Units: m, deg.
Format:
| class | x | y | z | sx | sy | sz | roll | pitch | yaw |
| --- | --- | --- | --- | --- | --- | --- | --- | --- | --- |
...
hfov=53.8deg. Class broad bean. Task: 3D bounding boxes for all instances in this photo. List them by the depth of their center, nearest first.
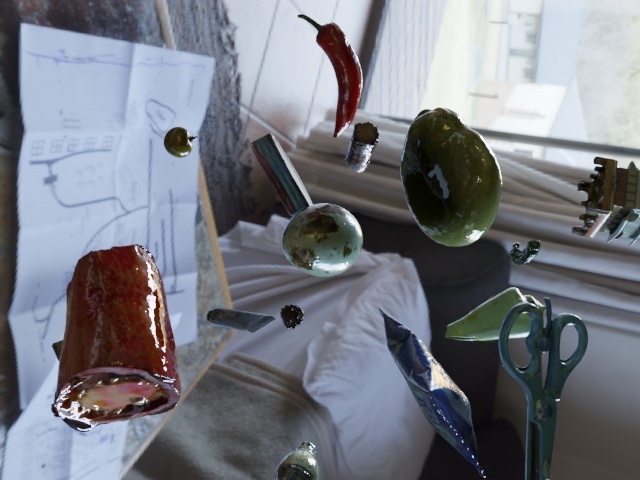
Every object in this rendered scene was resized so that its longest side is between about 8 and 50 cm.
| class | x | y | z | sx | sy | sz | roll | pitch | yaw |
| --- | --- | --- | --- | --- | --- | --- | --- | --- | --- |
| broad bean | 0.259 | -0.128 | 1.285 | 0.119 | 0.238 | 0.291 | -19 | 100 | -37 |

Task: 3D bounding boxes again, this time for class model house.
| class | x | y | z | sx | sy | sz | roll | pitch | yaw |
| --- | --- | --- | --- | --- | --- | --- | --- | --- | --- |
| model house | 0.867 | -0.111 | 1.824 | 0.224 | 0.215 | 0.198 | 78 | 24 | -66 |

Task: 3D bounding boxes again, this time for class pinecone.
| class | x | y | z | sx | sy | sz | roll | pitch | yaw |
| --- | --- | --- | --- | --- | --- | --- | --- | --- | --- |
| pinecone | -0.086 | 0.234 | 1.967 | 0.083 | 0.077 | 0.077 | -26 | 125 | -57 |

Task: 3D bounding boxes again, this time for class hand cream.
| class | x | y | z | sx | sy | sz | roll | pitch | yaw |
| --- | --- | --- | --- | --- | --- | --- | --- | --- | --- |
| hand cream | -0.243 | 0.233 | 1.848 | 0.091 | 0.271 | 0.058 | -26 | 107 | -38 |

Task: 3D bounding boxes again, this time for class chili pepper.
| class | x | y | z | sx | sy | sz | roll | pitch | yaw |
| --- | --- | --- | --- | --- | --- | --- | --- | --- | --- |
| chili pepper | -0.384 | 0.165 | 1.153 | 0.251 | 0.229 | 0.305 | 68 | 3 | -63 |
| chili pepper | 0.441 | 0.028 | 1.364 | 0.118 | 0.035 | 0.055 | 126 | -12 | -85 |
| chili pepper | 0.049 | -0.487 | 1.829 | 0.092 | 0.137 | 0.368 | -77 | 152 | -72 |

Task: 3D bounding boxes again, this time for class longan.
| class | x | y | z | sx | sy | sz | roll | pitch | yaw |
| --- | --- | --- | --- | --- | --- | --- | --- | --- | --- |
| longan | -0.338 | -0.239 | 1.530 | 0.075 | 0.083 | 0.075 | 168 | -90 | -86 |

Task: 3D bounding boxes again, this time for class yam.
| class | x | y | z | sx | sy | sz | roll | pitch | yaw |
| --- | --- | --- | --- | --- | --- | --- | --- | --- | --- |
| yam | 0.115 | -0.260 | 1.763 | 0.141 | 0.079 | 0.079 | 109 | 6 | -60 |

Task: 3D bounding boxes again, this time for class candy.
| class | x | y | z | sx | sy | sz | roll | pitch | yaw |
| --- | --- | --- | --- | --- | --- | --- | --- | --- | --- |
| candy | 0.186 | 0.245 | 1.081 | 0.187 | 0.077 | 0.331 | 54 | 2 | -22 |

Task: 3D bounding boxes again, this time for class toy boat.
| class | x | y | z | sx | sy | sz | roll | pitch | yaw |
| --- | --- | --- | --- | --- | --- | --- | --- | --- | --- |
| toy boat | -0.118 | -0.196 | 1.872 | 0.079 | 0.392 | 0.136 | -39 | 140 | 12 |

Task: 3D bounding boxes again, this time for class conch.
| class | x | y | z | sx | sy | sz | roll | pitch | yaw |
| --- | --- | --- | --- | --- | --- | --- | --- | --- | --- |
| conch | 0.470 | 0.218 | 1.663 | 0.137 | 0.250 | 0.143 | 56 | 29 | 0 |

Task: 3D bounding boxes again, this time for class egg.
| class | x | y | z | sx | sy | sz | roll | pitch | yaw |
| --- | --- | --- | --- | --- | --- | --- | --- | --- | --- |
| egg | 0.000 | 0.000 | 1.437 | 0.231 | 0.169 | 0.169 | -6 | 107 | -56 |

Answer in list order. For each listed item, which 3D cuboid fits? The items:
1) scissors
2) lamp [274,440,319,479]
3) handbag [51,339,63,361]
| class | x | y | z | sx | sy | sz | roll | pitch | yaw |
| --- | --- | --- | --- | --- | --- | --- | --- | --- | --- |
| scissors | 0.407 | 0.302 | 1.169 | 0.032 | 0.180 | 0.393 | -169 | -98 | -78 |
| lamp | -0.057 | 0.532 | 1.378 | 0.250 | 0.101 | 0.101 | -61 | 155 | -62 |
| handbag | -0.522 | 0.297 | 1.589 | 0.253 | 0.316 | 0.109 | 31 | 60 | -24 |
